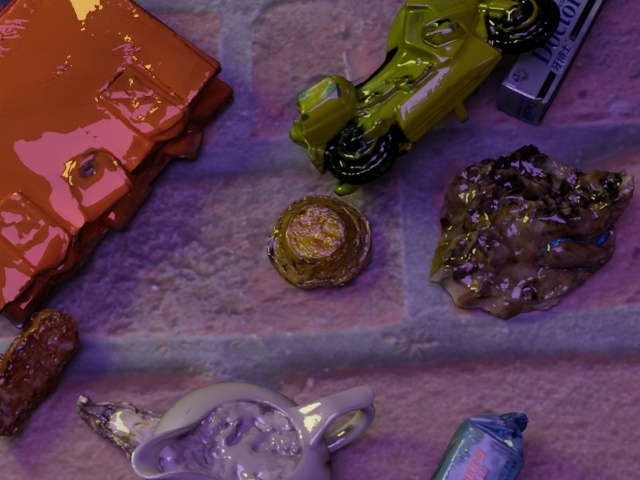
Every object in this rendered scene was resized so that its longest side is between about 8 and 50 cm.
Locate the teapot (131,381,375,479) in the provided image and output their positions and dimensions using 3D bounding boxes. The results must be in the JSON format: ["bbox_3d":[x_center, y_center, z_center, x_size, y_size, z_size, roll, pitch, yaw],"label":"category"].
[{"bbox_3d":[-0.076,0.237,1.460,0.298,0.139,0.204,-17,53,-32],"label":"teapot"}]

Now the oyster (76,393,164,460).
[{"bbox_3d":[-0.189,0.244,1.552,0.106,0.061,0.200,-30,71,-28],"label":"oyster"}]

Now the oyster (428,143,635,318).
[{"bbox_3d":[0.242,-0.011,1.573,0.214,0.083,0.223,18,80,15],"label":"oyster"}]

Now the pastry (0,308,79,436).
[{"bbox_3d":[-0.354,0.155,1.579,0.063,0.087,0.169,24,71,49],"label":"pastry"}]

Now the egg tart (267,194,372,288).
[{"bbox_3d":[0.000,0.000,1.608,0.130,0.052,0.130,-1,69,3],"label":"egg tart"}]

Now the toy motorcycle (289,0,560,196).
[{"bbox_3d":[0.112,-0.211,1.606,0.342,0.142,0.206,-40,37,-2],"label":"toy motorcycle"}]

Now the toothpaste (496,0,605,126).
[{"bbox_3d":[0.324,-0.304,1.663,0.067,0.081,0.336,27,76,11],"label":"toothpaste"}]

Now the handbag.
[{"bbox_3d":[-0.343,-0.127,1.656,0.303,0.116,0.410,37,79,17],"label":"handbag"}]

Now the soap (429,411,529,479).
[{"bbox_3d":[0.135,0.311,1.428,0.077,0.156,0.293,27,76,6],"label":"soap"}]
